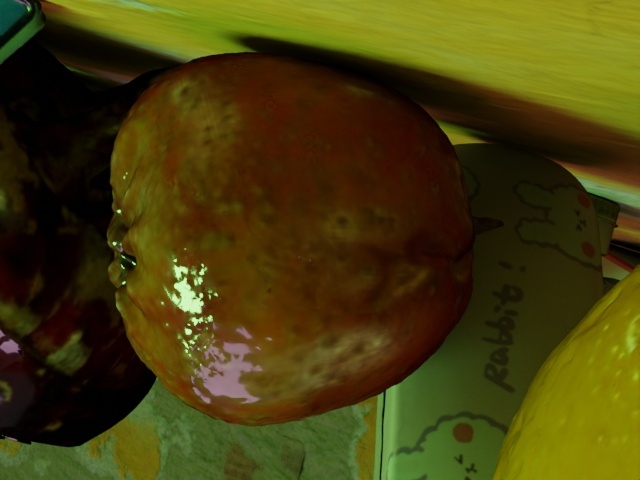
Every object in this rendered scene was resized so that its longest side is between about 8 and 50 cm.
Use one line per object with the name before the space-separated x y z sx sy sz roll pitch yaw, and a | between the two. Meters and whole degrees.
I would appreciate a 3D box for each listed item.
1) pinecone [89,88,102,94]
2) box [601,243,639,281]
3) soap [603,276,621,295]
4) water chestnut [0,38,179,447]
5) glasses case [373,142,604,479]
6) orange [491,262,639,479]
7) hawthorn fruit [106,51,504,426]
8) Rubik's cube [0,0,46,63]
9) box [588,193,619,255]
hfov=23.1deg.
pinecone | -0.215 -0.030 1.195 0.229 0.202 0.201 42 -146 -18
box | 0.373 0.207 1.408 0.314 0.300 0.312 15 -169 -26
soap | 0.092 0.024 1.100 0.233 0.076 0.135 19 -178 25
water chestnut | -0.201 -0.012 0.945 0.289 0.244 0.289 18 -179 0
glasses case | 0.088 0.081 0.804 0.113 0.296 0.075 7 149 -6
orange | 0.238 0.123 0.608 0.341 0.293 0.340 26 167 7
hawthorn fruit | 0.000 0.000 0.734 0.200 0.179 0.179 2 -177 -18
Rubik's cube | -0.251 -0.113 0.815 0.234 0.284 0.250 -6 -157 5
box | 0.151 -0.018 1.070 0.106 0.037 0.105 14 179 0
